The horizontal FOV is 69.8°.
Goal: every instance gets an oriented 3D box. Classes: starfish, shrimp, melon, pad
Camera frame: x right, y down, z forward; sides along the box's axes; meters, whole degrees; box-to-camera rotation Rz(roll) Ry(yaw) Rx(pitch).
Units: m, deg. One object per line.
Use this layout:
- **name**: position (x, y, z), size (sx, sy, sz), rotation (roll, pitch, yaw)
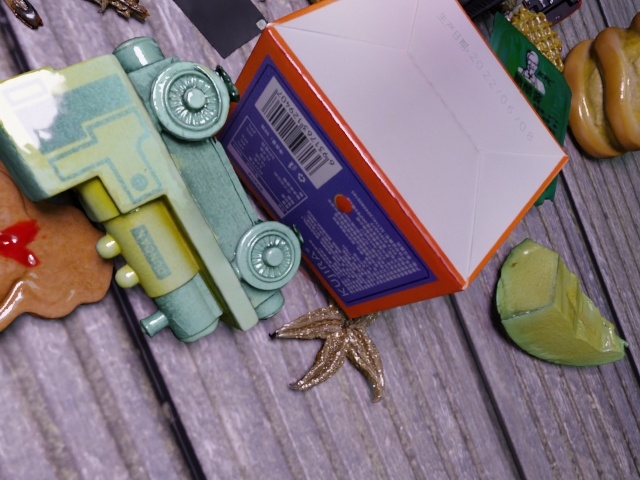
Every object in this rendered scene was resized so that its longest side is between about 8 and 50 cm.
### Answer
- **starfish**: position (0.034, 0.139, 0.703), size (0.227, 0.043, 0.240), rotation (-25, 88, -28)
- **shrimp**: position (-0.322, -0.313, 0.588), size (0.178, 0.034, 0.124), rotation (29, 70, -21)
- **melon**: position (0.484, 0.157, 0.922), size (0.323, 0.124, 0.196), rotation (40, 65, -25)
- **pad**: position (-0.176, -0.384, 0.702), size (0.193, 0.004, 0.116), rotation (48, 62, -14)

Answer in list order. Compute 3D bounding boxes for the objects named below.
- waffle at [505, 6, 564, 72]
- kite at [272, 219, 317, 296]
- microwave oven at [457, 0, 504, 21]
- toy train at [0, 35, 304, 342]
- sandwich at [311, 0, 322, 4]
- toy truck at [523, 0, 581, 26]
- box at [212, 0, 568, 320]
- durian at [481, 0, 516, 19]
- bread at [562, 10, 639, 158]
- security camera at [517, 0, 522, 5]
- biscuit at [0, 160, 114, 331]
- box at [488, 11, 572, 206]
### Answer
- **waffle**: position (0.492, -0.436, 1.066), size (0.193, 0.070, 0.197), rotation (1, 80, -31)
- **kite**: position (0.000, 0.000, 0.733), size (0.244, 0.006, 0.198), rotation (51, 61, -13)
- **microwave oven**: position (0.229, -0.470, 0.673), size (0.237, 0.295, 0.181), rotation (27, 73, -25)
- **toy train**: position (-0.173, -0.033, 0.534), size (0.237, 0.150, 0.369), rotation (-35, 111, -27)
- **sandwich**: position (0.133, -0.453, 0.843), size (0.301, 0.099, 0.271), rotation (39, 69, -22)
- **toy truck**: position (0.533, -0.649, 1.107), size (0.114, 0.107, 0.252), rotation (-39, 99, -38)
- **box**: position (0.089, -0.128, 0.646), size (0.348, 0.257, 0.318), rotation (51, 56, -5)
- **durian**: position (0.339, -0.550, 0.988), size (0.148, 0.091, 0.188), rotation (-34, 95, -43)
- **bread**: position (0.708, -0.358, 1.075), size (0.211, 0.270, 0.315), rotation (-8, 91, -17)
- **security camera**: position (0.425, -0.572, 1.070), size (0.092, 0.058, 0.058), rotation (-16, 89, -20)
- **biscuit**: position (-0.373, -0.004, 0.446), size (0.334, 0.047, 0.202), rotation (19, 63, -41)
- **box**: position (0.381, -0.252, 0.946), size (0.264, 0.106, 0.336), rotation (31, 66, -23)
